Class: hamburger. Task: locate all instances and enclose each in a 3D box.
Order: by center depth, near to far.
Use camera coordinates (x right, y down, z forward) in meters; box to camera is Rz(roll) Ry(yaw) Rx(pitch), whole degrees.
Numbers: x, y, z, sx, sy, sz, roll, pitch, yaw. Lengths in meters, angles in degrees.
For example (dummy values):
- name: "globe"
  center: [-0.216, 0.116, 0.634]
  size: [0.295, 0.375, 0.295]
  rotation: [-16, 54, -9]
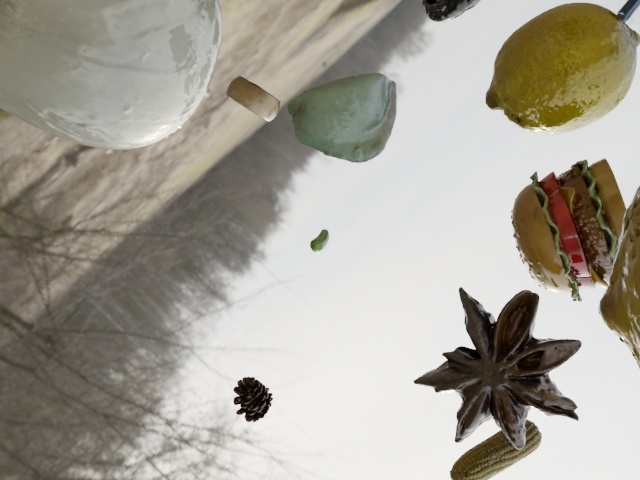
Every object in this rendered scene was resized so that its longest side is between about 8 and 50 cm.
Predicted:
- name: "hamburger"
  center: [0.487, -0.016, 1.551]
  size: [0.212, 0.274, 0.274]
  rotation: [-18, -165, 17]

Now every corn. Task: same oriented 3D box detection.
- name: "corn"
  center: [0.376, 0.453, 1.686]
  size: [0.231, 0.080, 0.080]
  rotation: [-22, 176, -28]

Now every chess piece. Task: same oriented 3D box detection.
- name: "chess piece"
  center: [-0.100, -0.212, 1.188]
  size: [0.038, 0.084, 0.083]
  rotation: [-60, -173, 3]

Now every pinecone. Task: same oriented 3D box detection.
- name: "pinecone"
  center: [-0.162, 0.377, 1.909]
  size: [0.102, 0.109, 0.102]
  rotation: [-4, -152, 2]

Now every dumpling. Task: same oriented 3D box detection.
- name: "dumpling"
  center: [0.053, -0.219, 1.422]
  size: [0.217, 0.149, 0.105]
  rotation: [-22, -164, -15]

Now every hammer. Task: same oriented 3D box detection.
- name: "hammer"
  center: [0.711, -0.548, 1.729]
  size: [0.070, 0.116, 0.194]
  rotation: [-5, 150, -26]

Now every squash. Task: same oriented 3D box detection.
- name: "squash"
  center: [0.001, 0.001, 1.439]
  size: [0.027, 0.027, 0.089]
  rotation: [-41, -178, 24]

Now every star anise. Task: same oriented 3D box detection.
- name: "star anise"
  center: [0.315, 0.233, 1.445]
  size: [0.315, 0.315, 0.108]
  rotation: [-41, 164, 21]

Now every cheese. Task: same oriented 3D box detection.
- name: "cheese"
  center: [-0.166, -0.161, 0.586]
  size: [0.198, 0.189, 0.154]
  rotation: [-56, -165, 32]

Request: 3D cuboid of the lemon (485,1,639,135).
- name: "lemon"
  center: [0.483, -0.339, 1.599]
  size: [0.320, 0.245, 0.245]
  rotation: [-25, -165, 23]

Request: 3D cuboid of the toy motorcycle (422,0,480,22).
- name: "toy motorcycle"
  center: [0.152, -0.357, 0.839]
  size: [0.206, 0.142, 0.342]
  rotation: [-40, -152, 16]

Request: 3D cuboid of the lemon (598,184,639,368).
- name: "lemon"
  center: [0.355, 0.023, 0.546]
  size: [0.310, 0.257, 0.258]
  rotation: [-25, -166, 22]
